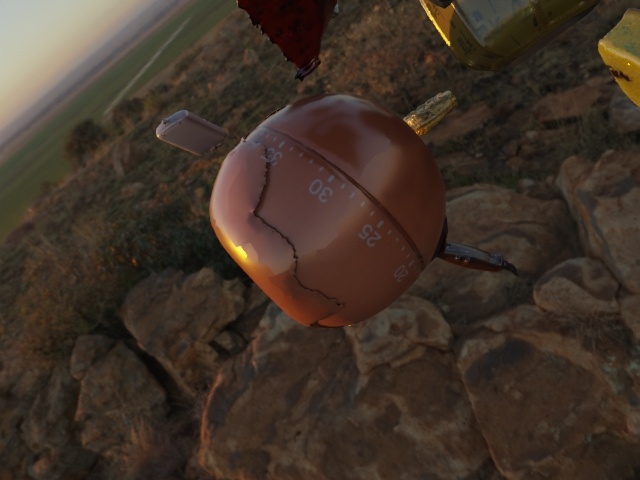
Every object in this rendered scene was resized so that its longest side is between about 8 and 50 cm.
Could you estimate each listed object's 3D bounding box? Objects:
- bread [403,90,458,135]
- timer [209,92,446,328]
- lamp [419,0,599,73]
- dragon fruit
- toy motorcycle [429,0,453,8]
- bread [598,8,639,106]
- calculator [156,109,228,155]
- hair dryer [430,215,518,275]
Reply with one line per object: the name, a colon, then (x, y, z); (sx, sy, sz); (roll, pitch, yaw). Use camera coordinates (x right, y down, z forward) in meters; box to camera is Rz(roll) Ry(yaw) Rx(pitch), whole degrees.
bread: (0.204, -0.234, 1.049); (0.110, 0.044, 0.083); (-37, 10, -3)
timer: (0.007, -0.029, 0.589); (0.215, 0.230, 0.229); (-44, 28, -12)
lamp: (0.172, -0.270, 0.550); (0.161, 0.185, 0.161); (-35, 1, 1)
dragon fruit: (-0.045, -0.476, 0.947); (0.100, 0.343, 0.282); (5, 74, 32)
toy motorcycle: (-0.012, -0.302, 0.396); (0.182, 0.319, 0.241); (-33, 21, 43)
bread: (0.485, -0.149, 0.653); (0.077, 0.138, 0.361); (-45, 40, 16)
calculator: (-0.295, -0.246, 1.306); (0.100, 0.175, 0.032); (-27, 66, 26)
hair dryer: (0.332, 0.065, 1.465); (0.312, 0.340, 0.123); (111, 173, -46)
